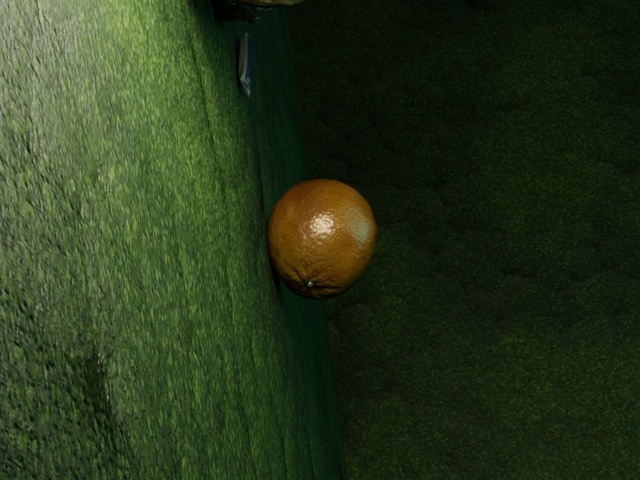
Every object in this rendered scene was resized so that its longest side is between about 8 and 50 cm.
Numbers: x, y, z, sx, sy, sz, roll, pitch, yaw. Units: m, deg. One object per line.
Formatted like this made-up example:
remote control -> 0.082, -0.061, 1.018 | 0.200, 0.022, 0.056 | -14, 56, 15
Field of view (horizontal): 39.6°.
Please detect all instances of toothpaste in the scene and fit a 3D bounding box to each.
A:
toothpaste -> -0.166, -0.394, 1.954 | 0.057, 0.034, 0.197 | 68, 14, -47

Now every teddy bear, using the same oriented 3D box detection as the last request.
teddy bear -> -0.173, -0.469, 1.764 | 0.119, 0.078, 0.160 | 44, 22, -14

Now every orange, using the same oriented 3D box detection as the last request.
orange -> 0.000, 0.000, 1.923 | 0.264, 0.264, 0.264 | -10, 90, -87

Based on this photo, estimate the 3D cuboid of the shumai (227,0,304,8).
shumai -> -0.110, -0.577, 1.505 | 0.348, 0.395, 0.395 | 21, -55, 64

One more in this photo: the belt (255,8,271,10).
belt -> -0.126, -0.630, 2.097 | 0.128, 0.201, 0.124 | 38, 11, -14
